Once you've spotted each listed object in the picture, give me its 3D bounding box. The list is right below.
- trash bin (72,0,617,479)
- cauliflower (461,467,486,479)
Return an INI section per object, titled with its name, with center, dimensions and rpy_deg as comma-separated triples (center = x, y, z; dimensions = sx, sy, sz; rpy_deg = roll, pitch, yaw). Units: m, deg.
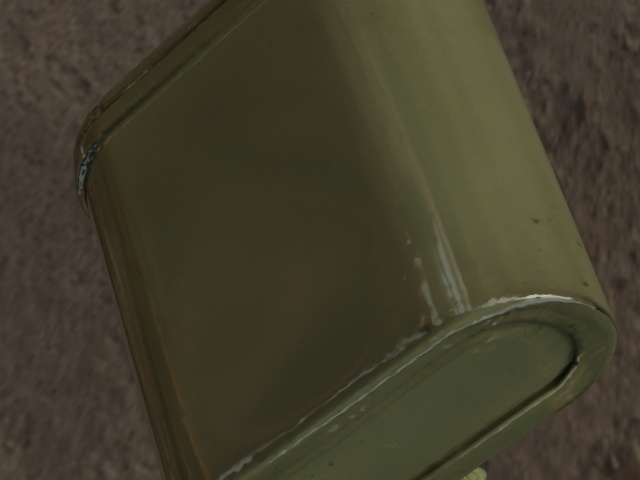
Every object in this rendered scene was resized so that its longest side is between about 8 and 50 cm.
[trash bin]
center = 0.000, 0.000, 0.834
dimensions = 0.243, 0.247, 0.121
rpy_deg = -38, 138, 25
[cauliflower]
center = 0.058, 0.213, 0.869
dimensions = 0.327, 0.260, 0.281
rpy_deg = -19, 129, 25
